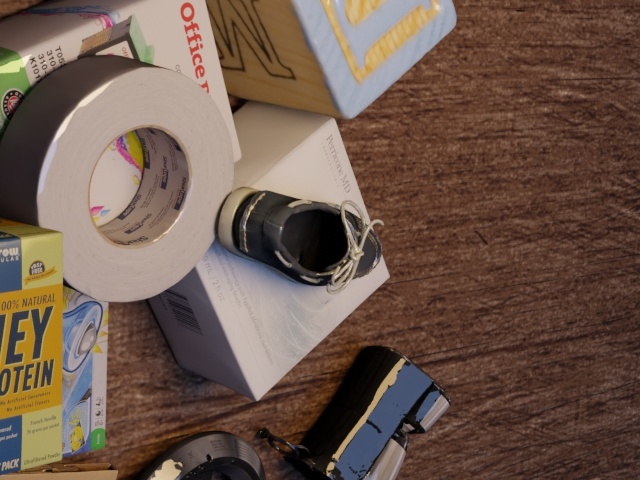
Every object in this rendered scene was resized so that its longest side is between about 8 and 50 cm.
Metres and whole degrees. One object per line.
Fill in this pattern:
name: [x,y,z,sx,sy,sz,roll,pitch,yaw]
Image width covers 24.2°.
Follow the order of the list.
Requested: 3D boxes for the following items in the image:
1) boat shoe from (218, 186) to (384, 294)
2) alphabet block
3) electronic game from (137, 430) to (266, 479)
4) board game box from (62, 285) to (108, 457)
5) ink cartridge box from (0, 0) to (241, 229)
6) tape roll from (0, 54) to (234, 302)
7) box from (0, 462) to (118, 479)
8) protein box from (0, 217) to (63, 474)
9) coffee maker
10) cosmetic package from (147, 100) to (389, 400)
boat shoe: [0.000,0.000,1.486,0.254,0.079,0.095,25,82,-57]
alphabet block: [-0.010,-0.261,1.544,0.192,0.197,0.193,-43,127,-28]
electronic game: [-0.146,0.322,1.676,0.229,0.048,0.229,-23,123,-41]
board game box: [-0.280,0.124,1.507,0.136,0.035,0.201,-9,108,-41]
ink cartridge box: [-0.229,-0.122,1.432,0.278,0.117,0.201,-31,122,-34]
tape roll: [-0.184,-0.056,1.359,0.219,0.072,0.219,-18,117,-41]
box: [-0.301,0.322,1.527,0.164,0.021,0.201,5,107,-45]
protein box: [-0.332,0.083,1.280,0.136,0.200,0.201,-9,105,-45]
coffee maker: [0.050,0.214,1.780,0.178,0.120,0.171,-56,131,-17]
cosmetic package: [-0.069,0.006,1.594,0.225,0.138,0.224,-43,131,-28]
